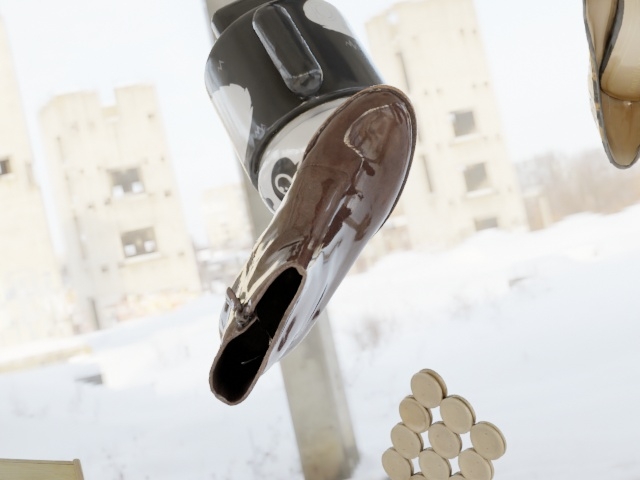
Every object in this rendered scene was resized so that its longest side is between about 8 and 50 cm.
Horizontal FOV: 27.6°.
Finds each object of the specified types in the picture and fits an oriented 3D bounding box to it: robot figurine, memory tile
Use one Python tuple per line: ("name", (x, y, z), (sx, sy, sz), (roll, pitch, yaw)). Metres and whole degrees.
("robot figurine", (-0.019, -0.136, 1.338), (0.209, 0.278, 0.173), (10, -47, -46))
("memory tile", (0.112, 0.197, 1.209), (0.012, 0.113, 0.148), (-29, -33, -40))

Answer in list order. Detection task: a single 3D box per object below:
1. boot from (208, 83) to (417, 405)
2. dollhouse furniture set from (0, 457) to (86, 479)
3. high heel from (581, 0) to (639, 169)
("boot", (0.000, 0.000, 0.999), (0.090, 0.248, 0.207), (31, 12, -3))
("dollhouse furniture set", (-0.354, 0.362, 1.412), (0.161, 0.242, 0.212), (6, 28, -23))
("high heel", (0.233, -0.143, 0.965), (0.093, 0.186, 0.261), (5, 5, 16))
